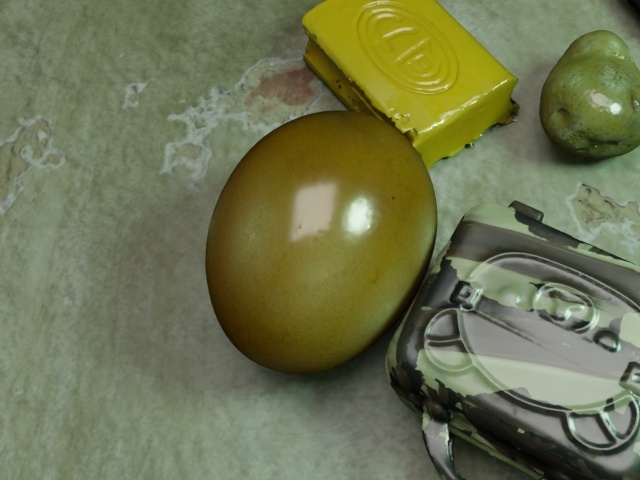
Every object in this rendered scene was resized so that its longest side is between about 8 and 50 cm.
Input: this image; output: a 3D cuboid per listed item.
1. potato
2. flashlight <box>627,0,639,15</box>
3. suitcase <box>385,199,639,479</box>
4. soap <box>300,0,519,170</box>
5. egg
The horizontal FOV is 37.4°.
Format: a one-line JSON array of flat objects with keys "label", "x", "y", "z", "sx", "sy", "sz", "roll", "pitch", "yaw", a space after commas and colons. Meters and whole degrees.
[{"label": "potato", "x": 0.382, "y": -0.206, "z": 1.315, "sx": 0.157, "sy": 0.157, "sz": 0.194, "roll": 1, "pitch": 63, "yaw": 14}, {"label": "flashlight", "x": 0.570, "y": -0.263, "z": 1.342, "sx": 0.103, "sy": 0.103, "sz": 0.424, "roll": -26, "pitch": 61, "yaw": -2}, {"label": "suitcase", "x": 0.255, "y": 0.162, "z": 1.116, "sx": 0.351, "sy": 0.194, "sz": 0.339, "roll": 26, "pitch": 76, "yaw": 23}, {"label": "soap", "x": 0.128, "y": -0.263, "z": 1.435, "sx": 0.204, "sy": 0.096, "sz": 0.324, "roll": -34, "pitch": 59, "yaw": -7}, {"label": "egg", "x": 0.000, "y": 0.000, "z": 1.210, "sx": 0.282, "sy": 0.282, "sz": 0.351, "roll": 19, "pitch": 78, "yaw": 22}]
